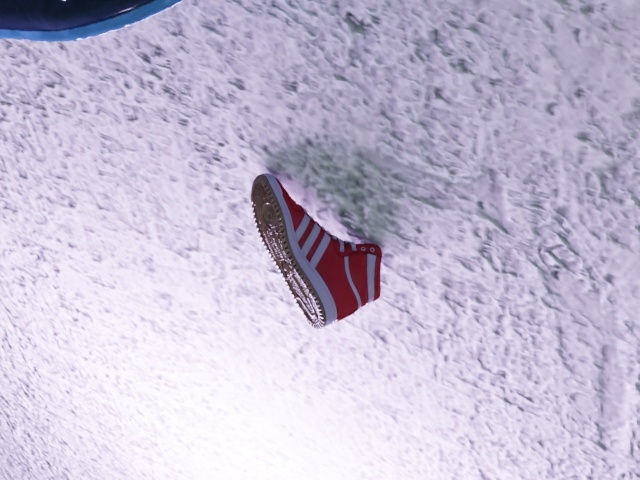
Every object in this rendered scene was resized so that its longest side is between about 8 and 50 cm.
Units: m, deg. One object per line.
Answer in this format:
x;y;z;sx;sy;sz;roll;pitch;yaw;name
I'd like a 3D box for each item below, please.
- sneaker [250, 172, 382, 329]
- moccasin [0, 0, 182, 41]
0.000;0.000;1.147;0.118;0.067;0.042;64;151;10;sneaker
-0.164;-0.188;0.955;0.342;0.137;0.116;-4;127;44;moccasin
